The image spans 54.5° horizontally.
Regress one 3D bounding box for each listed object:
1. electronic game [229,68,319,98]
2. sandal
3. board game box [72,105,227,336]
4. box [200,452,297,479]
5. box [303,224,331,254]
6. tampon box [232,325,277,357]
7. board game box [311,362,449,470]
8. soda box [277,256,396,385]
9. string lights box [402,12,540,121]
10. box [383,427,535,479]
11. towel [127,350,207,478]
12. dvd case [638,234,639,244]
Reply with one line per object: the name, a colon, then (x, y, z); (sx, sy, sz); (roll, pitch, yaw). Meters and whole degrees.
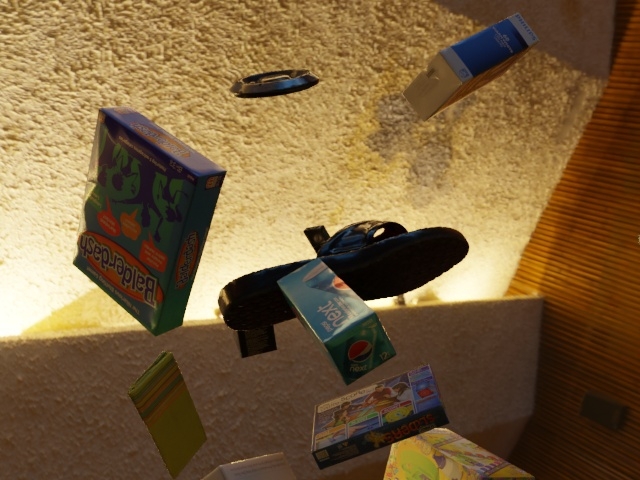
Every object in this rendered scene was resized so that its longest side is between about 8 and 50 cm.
electronic game: (-0.116, -0.392, 1.567); (0.229, 0.229, 0.048); (-24, -62, -33)
sandal: (0.046, 0.031, 1.019); (0.446, 0.107, 0.167); (-11, -31, -21)
board game box: (-0.201, -0.021, 0.703); (0.047, 0.160, 0.210); (-22, -41, -53)
box: (-0.098, 0.426, 0.904); (0.119, 0.182, 0.181); (-39, -26, 14)
box: (0.000, 0.000, 1.661); (0.018, 0.067, 0.083); (-49, -61, -38)
tampon box: (-0.189, 0.216, 1.702); (0.101, 0.120, 0.161); (-12, -65, -14)
board game box: (0.086, 0.264, 0.947); (0.201, 0.136, 0.035); (-22, -77, 8)
soda box: (0.013, 0.094, 0.793); (0.071, 0.210, 0.067); (-30, -66, -8)
string lights box: (0.294, -0.340, 1.211); (0.260, 0.133, 0.077); (-33, -95, -31)
box: (0.288, 0.613, 1.409); (0.177, 0.279, 0.290); (14, -91, -33)
towel: (-0.269, 0.313, 1.107); (0.102, 0.021, 0.237); (-47, -43, -40)
dvd case: (0.399, -0.008, 0.642); (0.119, 0.087, 0.013); (-11, -79, -38)
